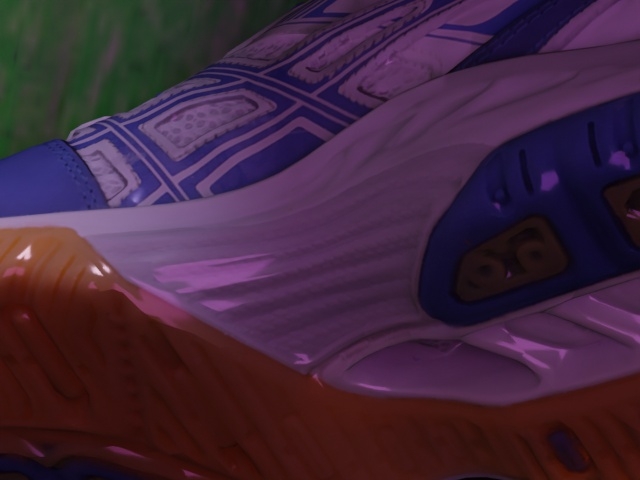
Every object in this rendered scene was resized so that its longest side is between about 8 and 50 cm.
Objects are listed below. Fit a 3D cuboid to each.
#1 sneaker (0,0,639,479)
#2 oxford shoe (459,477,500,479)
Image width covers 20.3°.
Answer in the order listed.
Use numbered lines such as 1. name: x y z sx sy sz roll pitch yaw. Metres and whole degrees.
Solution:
1. sneaker: 0.000 0.000 0.411 0.296 0.131 0.112 -11 126 20
2. oxford shoe: 0.076 0.069 0.430 0.212 0.076 0.076 -46 126 10
